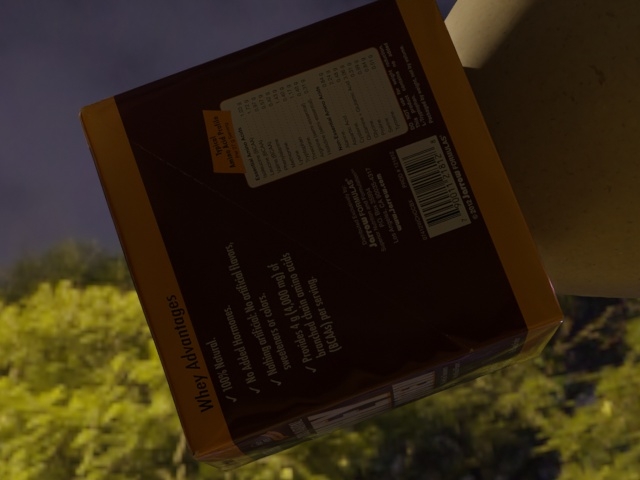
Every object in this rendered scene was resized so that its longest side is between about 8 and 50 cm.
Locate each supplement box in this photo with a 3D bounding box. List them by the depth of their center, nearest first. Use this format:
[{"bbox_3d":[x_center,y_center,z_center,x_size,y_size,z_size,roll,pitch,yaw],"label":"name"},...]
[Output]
[{"bbox_3d":[0.000,0.000,0.747,0.194,0.191,0.129,-20,-13,-1],"label":"supplement box"}]

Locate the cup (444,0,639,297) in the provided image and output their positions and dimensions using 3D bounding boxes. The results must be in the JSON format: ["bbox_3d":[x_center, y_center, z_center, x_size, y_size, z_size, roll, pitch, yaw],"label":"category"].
[{"bbox_3d":[0.206,-0.093,0.853,0.237,0.331,0.331,-27,-43,2],"label":"cup"}]
